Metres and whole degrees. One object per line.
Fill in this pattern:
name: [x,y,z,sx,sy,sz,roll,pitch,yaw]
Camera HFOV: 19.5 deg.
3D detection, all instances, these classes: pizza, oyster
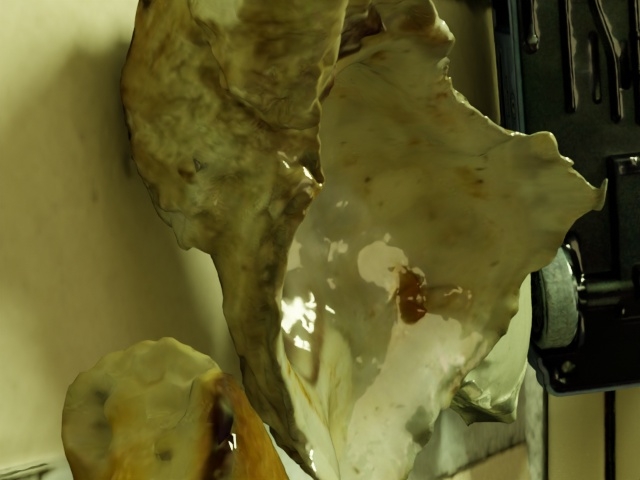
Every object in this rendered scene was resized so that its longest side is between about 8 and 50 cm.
pizza: [-0.056,0.232,0.467,0.278,0.114,0.409,-2,89,-68]
oyster: [0.004,-0.016,0.634,0.161,0.107,0.233,-55,143,-28]

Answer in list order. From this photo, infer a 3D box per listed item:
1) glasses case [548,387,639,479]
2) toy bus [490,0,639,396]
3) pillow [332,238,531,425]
glasses case: [0.185,0.144,1.075,0.144,0.076,0.336,21,69,-66]
toy bus: [0.146,-0.079,0.930,0.133,0.125,0.292,-133,-143,-79]
pillow: [0.039,-0.006,0.792,0.229,0.050,0.148,30,54,-63]
